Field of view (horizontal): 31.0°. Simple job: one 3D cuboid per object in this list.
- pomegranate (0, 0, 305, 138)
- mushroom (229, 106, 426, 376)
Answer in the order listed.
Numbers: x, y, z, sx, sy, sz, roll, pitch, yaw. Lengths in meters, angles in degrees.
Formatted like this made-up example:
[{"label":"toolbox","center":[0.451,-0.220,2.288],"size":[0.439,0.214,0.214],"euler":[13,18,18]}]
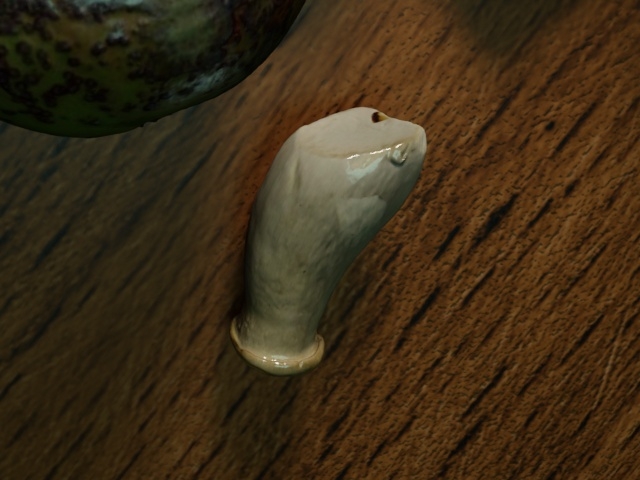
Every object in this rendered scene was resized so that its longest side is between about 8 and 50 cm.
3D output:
[{"label":"pomegranate","center":[-0.152,-0.235,0.700],"size":[0.285,0.285,0.340],"euler":[-20,97,-5]},{"label":"mushroom","center":[-0.007,-0.006,0.938],"size":[0.108,0.096,0.247],"euler":[15,116,-23]}]
